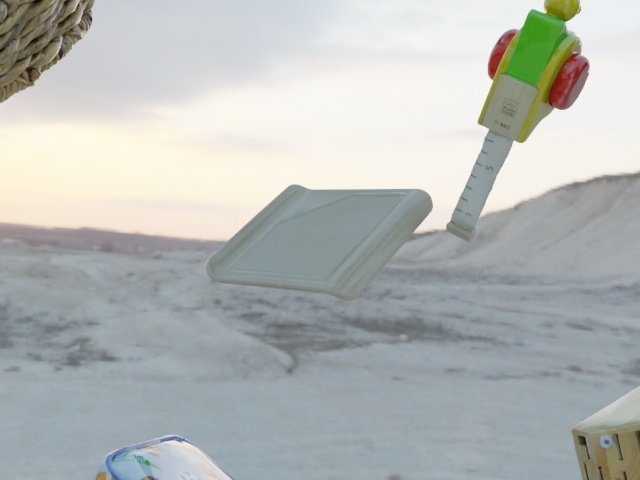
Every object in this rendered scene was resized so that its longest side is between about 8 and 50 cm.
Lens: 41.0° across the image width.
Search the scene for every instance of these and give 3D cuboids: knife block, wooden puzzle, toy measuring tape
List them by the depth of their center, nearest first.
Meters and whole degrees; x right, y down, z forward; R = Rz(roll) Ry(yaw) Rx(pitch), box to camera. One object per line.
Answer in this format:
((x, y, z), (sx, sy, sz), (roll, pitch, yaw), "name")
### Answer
((0.420, 0.193, 0.969), (0.276, 0.088, 0.242), (-13, 6, 11), "knife block")
((0.247, -0.154, 1.067), (0.121, 0.330, 0.121), (14, 27, -7), "toy measuring tape")
((0.000, 0.000, 1.123), (0.239, 0.044, 0.221), (8, 40, 38), "wooden puzzle")

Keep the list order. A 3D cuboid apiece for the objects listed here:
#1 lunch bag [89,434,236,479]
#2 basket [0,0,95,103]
((-0.089, 0.321, 0.831), (0.303, 0.115, 0.243), (38, 1, 15), "lunch bag")
((-0.305, -0.147, 0.608), (0.213, 0.299, 0.223), (37, -41, 4), "basket")
